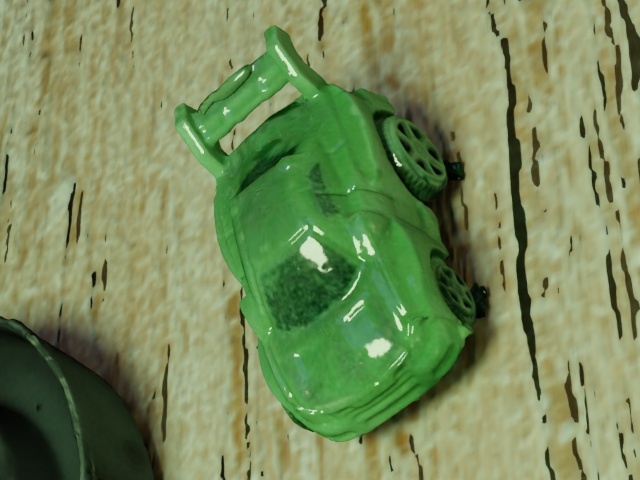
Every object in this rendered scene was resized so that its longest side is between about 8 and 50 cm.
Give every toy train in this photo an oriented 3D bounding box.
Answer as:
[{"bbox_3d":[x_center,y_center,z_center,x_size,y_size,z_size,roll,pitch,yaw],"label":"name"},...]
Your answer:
[{"bbox_3d":[0.000,0.000,0.737,0.099,0.081,0.149,-37,44,24],"label":"toy train"}]

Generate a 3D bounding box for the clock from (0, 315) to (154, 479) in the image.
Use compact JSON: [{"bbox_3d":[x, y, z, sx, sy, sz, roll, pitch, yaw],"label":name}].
[{"bbox_3d":[-0.178,0.167,0.844,0.281,0.055,0.280,-26,50,35],"label":"clock"}]
